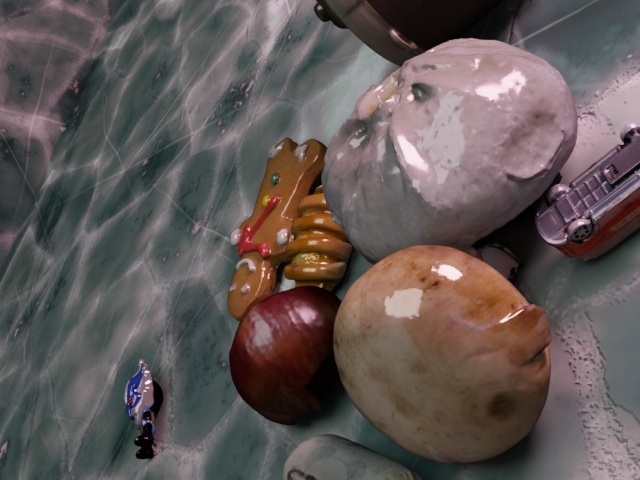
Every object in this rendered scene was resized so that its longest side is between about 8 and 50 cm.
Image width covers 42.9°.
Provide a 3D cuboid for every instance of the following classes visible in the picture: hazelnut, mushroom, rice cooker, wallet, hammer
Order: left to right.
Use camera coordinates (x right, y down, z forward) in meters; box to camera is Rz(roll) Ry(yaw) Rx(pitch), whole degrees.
[{"bbox_3d":[-0.047,0.158,1.150,0.202,0.160,0.170,100,-176,-46],"label":"hazelnut"},{"bbox_3d":[0.007,0.385,0.926,0.202,0.113,0.306,6,74,58],"label":"hammer"},{"bbox_3d":[0.137,-0.453,1.232,0.325,0.335,0.335,-38,38,30],"label":"rice cooker"},{"bbox_3d":[0.132,0.121,0.876,0.254,0.184,0.255,7,104,32],"label":"mushroom"},{"bbox_3d":[0.186,-0.019,1.035,0.244,0.025,0.124,-22,21,43],"label":"wallet"}]

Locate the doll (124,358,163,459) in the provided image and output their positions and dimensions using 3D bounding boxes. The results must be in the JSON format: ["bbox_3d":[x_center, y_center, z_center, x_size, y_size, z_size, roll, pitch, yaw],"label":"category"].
[{"bbox_3d":[-0.317,0.293,1.465,0.195,0.070,0.096,-105,24,-45],"label":"doll"}]

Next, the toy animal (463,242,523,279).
[{"bbox_3d":[0.176,0.056,0.986,0.124,0.085,0.071,-41,33,48],"label":"toy animal"}]

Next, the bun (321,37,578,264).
[{"bbox_3d":[0.145,-0.124,1.005,0.354,0.194,0.354,-38,19,16],"label":"bun"}]

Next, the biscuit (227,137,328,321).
[{"bbox_3d":[-0.091,-0.025,1.409,0.216,0.047,0.340,10,77,61],"label":"biscuit"}]

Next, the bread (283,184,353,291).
[{"bbox_3d":[0.000,0.000,1.263,0.119,0.084,0.177,-6,63,52],"label":"bread"}]

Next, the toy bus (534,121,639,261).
[{"bbox_3d":[0.319,-0.049,0.875,0.174,0.077,0.079,-43,36,24],"label":"toy bus"}]
